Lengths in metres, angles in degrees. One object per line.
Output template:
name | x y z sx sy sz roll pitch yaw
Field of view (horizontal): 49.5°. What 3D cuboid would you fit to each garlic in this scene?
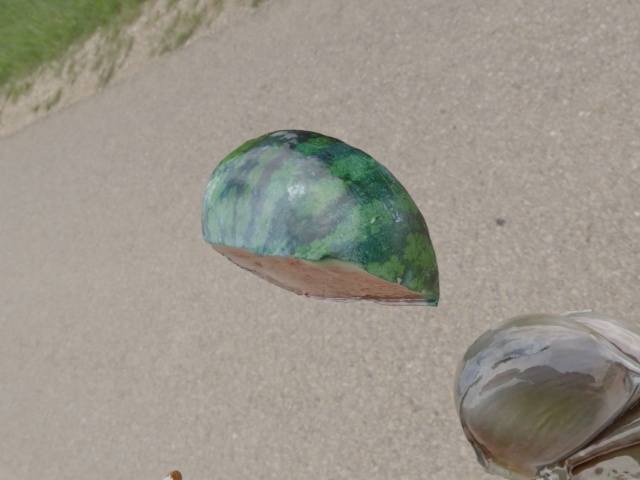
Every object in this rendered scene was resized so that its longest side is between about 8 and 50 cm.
garlic | 0.278 0.181 0.748 0.237 0.210 0.291 49 132 32

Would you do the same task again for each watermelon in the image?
watermelon | -0.019 -0.013 1.027 0.292 0.222 0.318 -9 99 35

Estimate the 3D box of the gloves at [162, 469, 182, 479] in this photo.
gloves | -0.278 0.517 1.245 0.140 0.219 0.131 48 139 27
